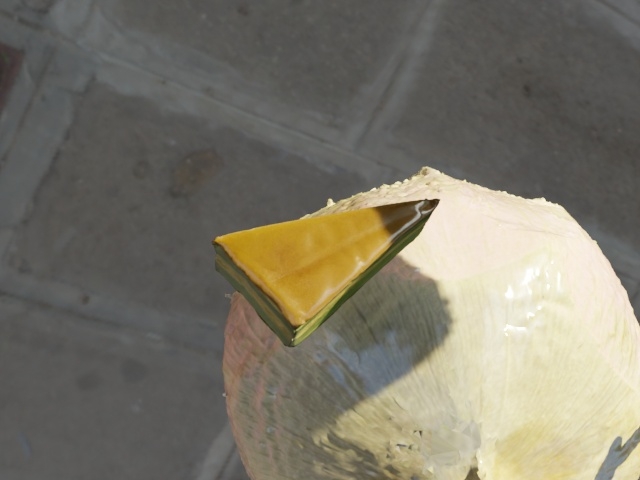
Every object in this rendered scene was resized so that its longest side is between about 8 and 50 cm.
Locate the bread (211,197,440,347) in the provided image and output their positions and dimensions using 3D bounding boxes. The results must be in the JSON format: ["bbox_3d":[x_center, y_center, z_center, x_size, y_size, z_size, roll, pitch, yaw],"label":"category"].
[{"bbox_3d":[0.004,-0.003,0.752,0.139,0.074,0.084,-41,79,-14],"label":"bread"}]

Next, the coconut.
[{"bbox_3d":[0.103,0.141,0.966,0.405,0.404,0.404,-9,118,-18],"label":"coconut"}]
